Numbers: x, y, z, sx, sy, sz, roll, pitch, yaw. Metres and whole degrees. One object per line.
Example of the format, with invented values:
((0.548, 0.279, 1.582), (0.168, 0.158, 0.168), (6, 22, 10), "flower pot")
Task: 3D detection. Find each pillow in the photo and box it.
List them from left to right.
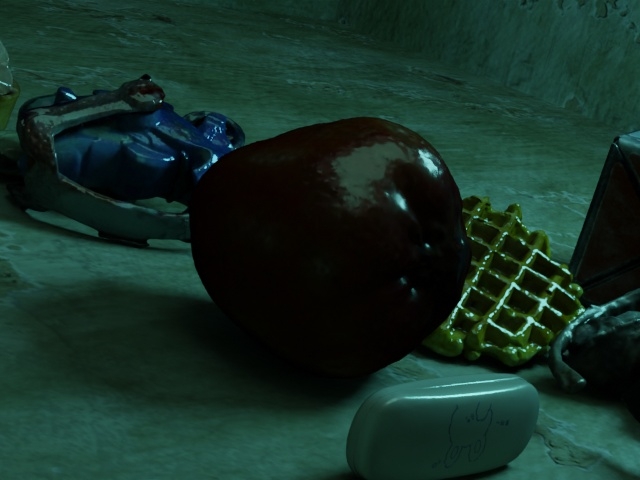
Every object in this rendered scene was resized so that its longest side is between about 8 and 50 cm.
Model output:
((-0.359, -0.115, 1.846), (0.230, 0.050, 0.148), (9, 22, -31), "pillow")

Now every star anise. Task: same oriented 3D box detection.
((0.421, 0.134, 1.555), (0.316, 0.139, 0.359), (10, 15, 4), "star anise")

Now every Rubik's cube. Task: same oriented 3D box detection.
((0.531, -0.009, 1.925), (0.255, 0.259, 0.260), (22, 19, 19), "Rubik's cube")

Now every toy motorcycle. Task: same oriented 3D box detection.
((-0.245, -0.088, 1.723), (0.319, 0.241, 0.182), (3, -21, -19), "toy motorcycle")

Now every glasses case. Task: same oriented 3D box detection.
((0.119, 0.175, 1.231), (0.233, 0.092, 0.059), (2, 19, -41), "glasses case")

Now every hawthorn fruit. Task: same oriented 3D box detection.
((0.008, 0.002, 1.407), (0.311, 0.295, 0.295), (9, 16, 2), "hawthorn fruit")

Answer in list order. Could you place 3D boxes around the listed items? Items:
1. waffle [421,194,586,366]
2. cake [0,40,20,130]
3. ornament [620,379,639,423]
((0.190, 0.040, 1.646), (0.301, 0.058, 0.281), (-19, 54, -40), "waffle")
((-0.536, -0.244, 1.895), (0.208, 0.178, 0.185), (13, 17, 5), "cake")
((0.452, 0.197, 1.407), (0.196, 0.166, 0.153), (25, 26, -48), "ornament")
